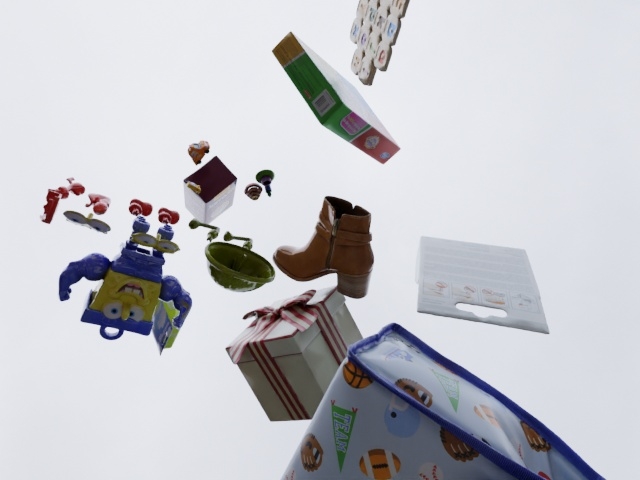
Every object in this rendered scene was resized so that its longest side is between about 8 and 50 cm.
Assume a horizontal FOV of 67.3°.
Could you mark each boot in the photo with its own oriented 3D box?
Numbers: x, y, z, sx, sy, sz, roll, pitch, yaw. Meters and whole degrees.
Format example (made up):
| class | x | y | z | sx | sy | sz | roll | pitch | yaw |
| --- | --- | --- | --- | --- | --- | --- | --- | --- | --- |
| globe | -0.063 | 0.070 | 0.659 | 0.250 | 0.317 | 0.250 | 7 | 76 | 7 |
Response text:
| class | x | y | z | sx | sy | sz | roll | pitch | yaw |
| --- | --- | --- | --- | --- | --- | --- | --- | --- | --- |
| boot | 0.000 | 0.000 | 1.136 | 0.109 | 0.283 | 0.220 | -30 | -49 | -41 |

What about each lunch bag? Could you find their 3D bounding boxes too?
| class | x | y | z | sx | sy | sz | roll | pitch | yaw |
| --- | --- | --- | --- | --- | --- | --- | --- | --- | --- |
| lunch bag | 0.156 | 0.360 | 0.662 | 0.239 | 0.386 | 0.327 | -8 | -53 | -62 |

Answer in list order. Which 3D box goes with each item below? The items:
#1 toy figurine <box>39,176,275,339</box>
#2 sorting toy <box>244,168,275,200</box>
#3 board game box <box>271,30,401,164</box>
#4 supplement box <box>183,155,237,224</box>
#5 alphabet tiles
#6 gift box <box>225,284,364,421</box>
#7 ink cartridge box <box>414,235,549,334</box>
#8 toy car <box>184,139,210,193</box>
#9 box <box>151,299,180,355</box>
| class | x | y | z | sx | sy | sz | roll | pitch | yaw |
| --- | --- | --- | --- | --- | --- | --- | --- | --- | --- |
| toy figurine | -0.286 | 0.067 | 0.797 | 0.363 | 0.191 | 0.217 | 20 | -79 | -29 |
| sorting toy | -0.150 | -0.134 | 1.231 | 0.061 | 0.042 | 0.102 | 15 | -43 | -42 |
| board game box | 0.047 | -0.325 | 1.140 | 0.064 | 0.242 | 0.317 | -40 | -24 | 20 |
| supplement box | -0.277 | -0.118 | 1.207 | 0.081 | 0.188 | 0.104 | 46 | -111 | 2 |
| alphabet tiles | 0.135 | -0.518 | 1.122 | 0.021 | 0.278 | 0.284 | 5 | -55 | -20 |
| gift box | -0.051 | 0.266 | 1.146 | 0.258 | 0.255 | 0.276 | 63 | -148 | -10 |
| ink cartridge box | 0.410 | 0.128 | 1.285 | 0.308 | 0.385 | 0.091 | 8 | -59 | 9 |
| toy car | -0.270 | -0.168 | 1.049 | 0.060 | 0.122 | 0.041 | -33 | -39 | 30 |
| box | -0.399 | 0.187 | 1.215 | 0.042 | 0.178 | 0.109 | 1 | -49 | -41 |
